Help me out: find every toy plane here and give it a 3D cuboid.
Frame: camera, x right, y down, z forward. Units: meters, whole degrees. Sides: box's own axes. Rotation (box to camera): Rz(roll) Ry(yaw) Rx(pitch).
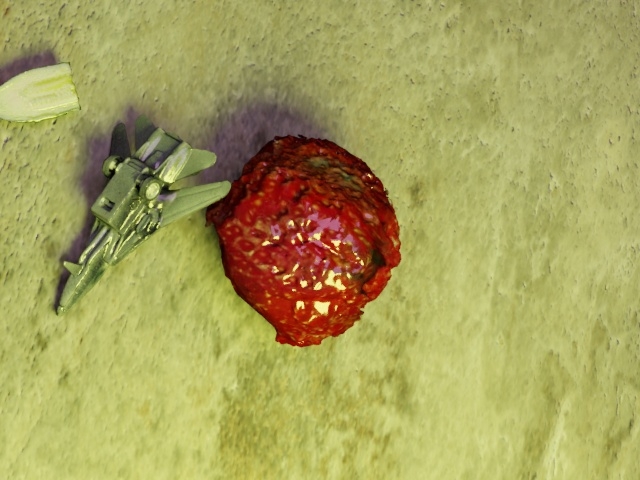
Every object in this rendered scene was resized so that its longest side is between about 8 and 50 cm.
[{"bbox_3d":[-0.252,-0.025,1.407,0.212,0.088,0.267,30,75,32],"label":"toy plane"}]

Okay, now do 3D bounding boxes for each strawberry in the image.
[{"bbox_3d":[0.000,0.000,1.440,0.274,0.221,0.274,3,87,-58],"label":"strawberry"}]

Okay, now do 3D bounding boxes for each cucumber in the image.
[{"bbox_3d":[-0.360,-0.181,1.439,0.108,0.035,0.067,-16,95,-22],"label":"cucumber"}]
